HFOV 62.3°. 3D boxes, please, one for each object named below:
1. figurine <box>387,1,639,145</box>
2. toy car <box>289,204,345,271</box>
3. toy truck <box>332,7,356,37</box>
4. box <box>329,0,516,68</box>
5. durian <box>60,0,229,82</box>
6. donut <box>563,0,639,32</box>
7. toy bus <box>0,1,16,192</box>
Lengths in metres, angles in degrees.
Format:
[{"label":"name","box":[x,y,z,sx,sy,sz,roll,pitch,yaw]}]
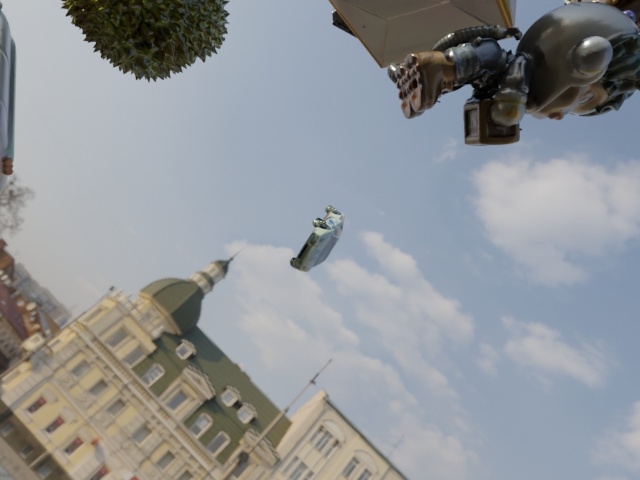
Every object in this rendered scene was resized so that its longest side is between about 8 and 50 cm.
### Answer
[{"label":"figurine","box":[0.316,-0.246,0.799,0.261,0.381,0.186,-125,-157,-73]},{"label":"toy car","box":[0.000,0.000,0.944,0.056,0.205,0.095,32,-72,1]},{"label":"toy truck","box":[0.117,-0.488,1.186,0.192,0.083,0.092,22,-37,-16]},{"label":"box","box":[0.188,-0.500,0.969,0.283,0.214,0.259,-1,-18,34]},{"label":"durian","box":[-0.241,-0.340,0.791,0.200,0.237,0.177,-9,-65,55]},{"label":"donut","box":[0.572,-0.511,0.998,0.103,0.270,0.270,10,-29,-13]},{"label":"toy bus","box":[-0.431,-0.176,0.572,0.143,0.178,0.306,-63,-141,40]}]
